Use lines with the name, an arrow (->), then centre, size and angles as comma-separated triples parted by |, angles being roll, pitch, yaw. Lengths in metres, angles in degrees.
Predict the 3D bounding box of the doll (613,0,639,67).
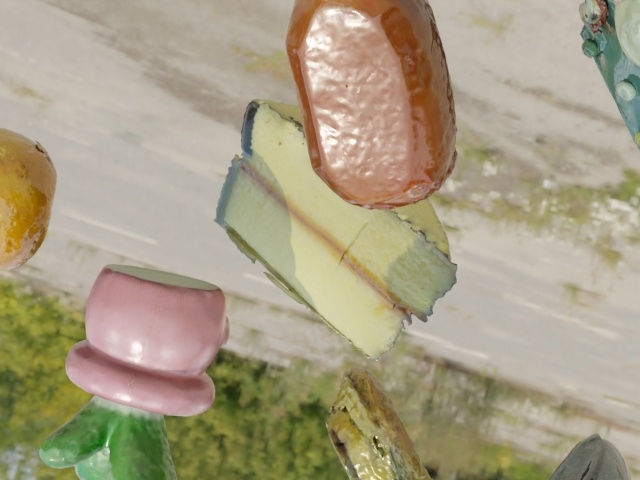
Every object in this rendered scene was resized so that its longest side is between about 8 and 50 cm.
doll -> 0.423, -0.316, 1.416 | 0.113, 0.155, 0.275 | -5, 122, 43

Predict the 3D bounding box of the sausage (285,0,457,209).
sausage -> 0.051, -0.155, 1.072 | 0.153, 0.141, 0.268 | -7, 120, 15

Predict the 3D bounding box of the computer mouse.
computer mouse -> 0.376, 0.445, 1.602 | 0.114, 0.374, 0.203 | 11, 133, 37

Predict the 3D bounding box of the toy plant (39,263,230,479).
toy plant -> -0.245, 0.217, 1.490 | 0.210, 0.356, 0.317 | 20, 179, -32

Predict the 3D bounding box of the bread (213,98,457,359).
bread -> 0.000, 0.000, 1.580 | 0.242, 0.405, 0.346 | 4, 134, -14

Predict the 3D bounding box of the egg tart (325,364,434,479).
egg tart -> 0.093, 0.352, 1.839 | 0.123, 0.294, 0.294 | -26, 169, -3

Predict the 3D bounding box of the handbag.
handbag -> 0.484, -0.273, 1.633 | 0.100, 0.274, 0.269 | -28, 164, -3

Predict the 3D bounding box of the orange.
orange -> -0.498, -0.063, 1.653 | 0.193, 0.219, 0.219 | 29, 165, -26
